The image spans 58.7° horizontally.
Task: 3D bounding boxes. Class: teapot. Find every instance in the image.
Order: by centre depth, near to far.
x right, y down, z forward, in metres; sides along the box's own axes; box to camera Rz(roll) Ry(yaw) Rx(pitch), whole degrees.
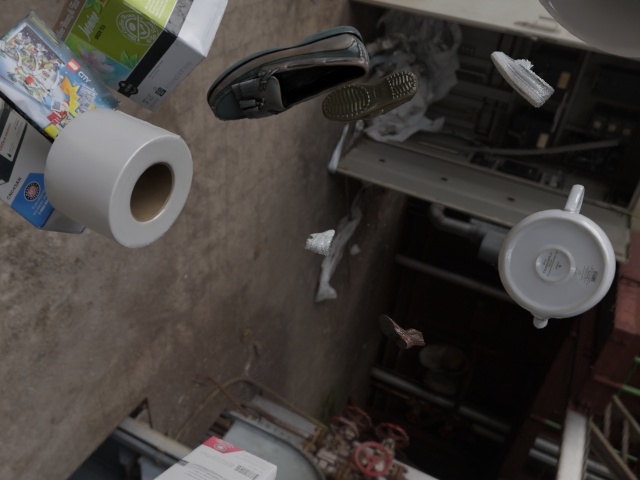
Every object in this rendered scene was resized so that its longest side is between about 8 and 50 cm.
[{"bbox_3d":[0.528,0.043,1.272,0.256,0.252,0.187,-33,168,25],"label":"teapot"}]

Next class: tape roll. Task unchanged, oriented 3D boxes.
[{"bbox_3d":[-0.402,-0.126,1.155,0.246,0.169,0.246,-55,159,-32],"label":"tape roll"}]

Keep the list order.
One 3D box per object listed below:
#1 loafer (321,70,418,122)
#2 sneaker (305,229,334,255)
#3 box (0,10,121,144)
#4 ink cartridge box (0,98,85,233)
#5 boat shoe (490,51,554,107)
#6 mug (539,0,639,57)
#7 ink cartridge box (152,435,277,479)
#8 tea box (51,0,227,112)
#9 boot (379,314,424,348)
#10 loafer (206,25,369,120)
[{"bbox_3d":[0.075,-0.205,0.840,0.050,0.148,0.056,23,60,-66],"label":"loafer"},{"bbox_3d":[0.000,0.000,1.334,0.152,0.061,0.053,-46,146,-82],"label":"sneaker"},{"bbox_3d":[-0.541,-0.308,1.136,0.233,0.044,0.159,49,63,-32],"label":"box"},{"bbox_3d":[-0.681,-0.241,1.348,0.285,0.395,0.166,-56,168,4],"label":"ink cartridge box"},{"bbox_3d":[0.500,-0.413,1.410,0.063,0.184,0.066,-41,155,11],"label":"boat shoe"},{"bbox_3d":[0.438,-0.483,0.747,0.328,0.374,0.276,-42,155,-1],"label":"mug"},{"bbox_3d":[-0.202,0.470,1.045,0.218,0.159,0.092,-9,115,-67],"label":"ink cartridge box"},{"bbox_3d":[-0.474,-0.557,1.464,0.329,0.324,0.219,-24,-135,49],"label":"tea box"},{"bbox_3d":[0.207,0.225,1.424,0.037,0.106,0.114,-48,154,25],"label":"boot"},{"bbox_3d":[-0.052,-0.249,0.892,0.096,0.268,0.084,57,12,-56],"label":"loafer"}]
